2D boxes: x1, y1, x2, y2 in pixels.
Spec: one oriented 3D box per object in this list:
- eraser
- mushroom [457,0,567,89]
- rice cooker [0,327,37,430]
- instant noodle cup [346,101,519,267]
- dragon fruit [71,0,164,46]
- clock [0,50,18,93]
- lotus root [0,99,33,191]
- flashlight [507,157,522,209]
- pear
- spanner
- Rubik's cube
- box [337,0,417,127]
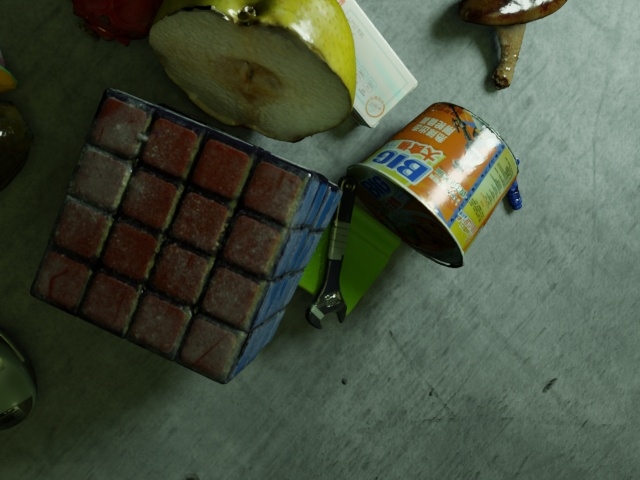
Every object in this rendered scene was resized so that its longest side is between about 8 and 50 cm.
[{"bbox_3d":[0.000,0.000,1.322,0.274,0.092,0.210,37,91,-23],"label":"eraser"},{"bbox_3d":[0.393,-0.419,1.326,0.227,0.148,0.217,-16,127,-3],"label":"mushroom"},{"bbox_3d":[-0.606,0.246,1.185,0.145,0.127,0.206,-27,107,-9],"label":"rice cooker"},{"bbox_3d":[0.228,-0.120,1.270,0.214,0.296,0.296,-48,112,-9],"label":"instant noodle cup"},{"bbox_3d":[-0.321,-0.421,1.072,0.172,0.172,0.209,41,89,-22],"label":"dragon fruit"},{"bbox_3d":[-0.605,-0.294,1.035,0.231,0.144,0.103,21,122,-21],"label":"clock"},{"bbox_3d":[-0.597,-0.127,1.056,0.160,0.152,0.275,45,68,-3],"label":"lotus root"},{"bbox_3d":[0.425,-0.126,1.448,0.057,0.035,0.121,-16,114,13],"label":"flashlight"},{"bbox_3d":[-0.089,-0.333,1.071,0.341,0.386,0.191,19,76,-3],"label":"pear"},{"bbox_3d":[0.035,0.027,1.284,0.087,0.024,0.315,5,103,-22],"label":"spanner"},{"bbox_3d":[-0.197,-0.012,1.072,0.344,0.337,0.344,26,95,6],"label":"Rubik's cube"},{"bbox_3d":[0.054,-0.353,1.248,0.135,0.079,0.269,-45,112,-1],"label":"box"}]
